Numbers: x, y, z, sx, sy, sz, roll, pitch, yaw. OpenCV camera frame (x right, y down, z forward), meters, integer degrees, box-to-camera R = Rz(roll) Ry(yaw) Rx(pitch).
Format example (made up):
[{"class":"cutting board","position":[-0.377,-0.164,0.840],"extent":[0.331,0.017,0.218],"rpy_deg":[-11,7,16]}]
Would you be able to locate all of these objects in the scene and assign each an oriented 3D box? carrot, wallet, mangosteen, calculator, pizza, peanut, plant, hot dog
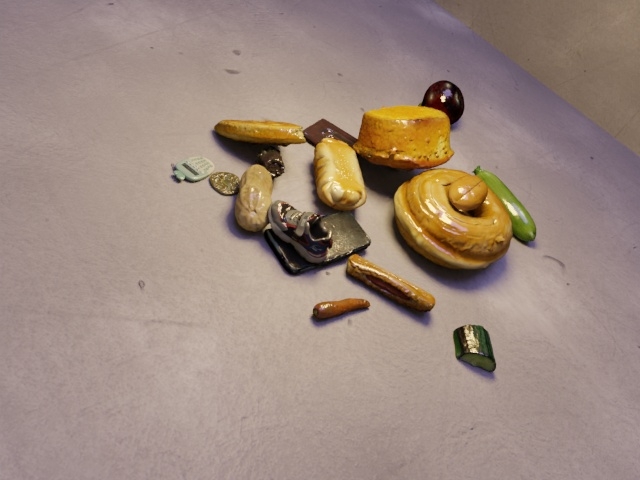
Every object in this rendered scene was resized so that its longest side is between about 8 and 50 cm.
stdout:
[{"class":"carrot","position":[0.061,0.186,1.393],"extent":[0.191,0.047,0.047],"rpy_deg":[-5,50,-37]},{"class":"wallet","position":[0.000,0.000,1.539],"extent":[0.318,0.045,0.172],"rpy_deg":[-17,58,-33]},{"class":"mangosteen","position":[0.559,-0.635,2.331],"extent":[0.216,0.216,0.216],"rpy_deg":[13,44,-13]},{"class":"calculator","position":[-0.405,-0.228,1.592],"extent":[0.095,0.021,0.153],"rpy_deg":[37,43,12]},{"class":"pizza","position":[-0.212,-0.368,1.711],"extent":[0.268,0.087,0.258],"rpy_deg":[-1,14,-21]},{"class":"wallet","position":[0.055,-0.392,1.953],"extent":[0.229,0.049,0.182],"rpy_deg":[34,46,12]},{"class":"peanut","position":[-0.200,-0.140,1.527],"extent":[0.123,0.123,0.257],"rpy_deg":[12,46,-14]},{"class":"plant","position":[-0.165,-0.258,1.673],"extent":[0.092,0.094,0.143],"rpy_deg":[-28,32,-2]},{"class":"hot dog","position":[0.206,0.132,1.495],"extent":[0.289,0.068,0.083],"rpy_deg":[27,19,8]}]

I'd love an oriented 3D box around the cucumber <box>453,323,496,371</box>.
[{"class":"cucumber","position":[0.451,0.306,1.443],"extent":[0.116,0.062,0.115],"rpy_deg":[18,39,-10]}]

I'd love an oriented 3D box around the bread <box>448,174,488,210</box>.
[{"class":"bread","position":[0.486,-0.161,1.621],"extent":[0.114,0.077,0.189],"rpy_deg":[39,47,18]}]

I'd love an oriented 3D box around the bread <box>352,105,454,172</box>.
[{"class":"bread","position":[0.311,-0.381,1.823],"extent":[0.358,0.204,0.337],"rpy_deg":[-13,33,-32]}]

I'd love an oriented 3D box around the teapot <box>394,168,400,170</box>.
[{"class":"teapot","position":[0.304,-0.315,1.991],"extent":[0.064,0.064,0.083],"rpy_deg":[36,11,22]}]

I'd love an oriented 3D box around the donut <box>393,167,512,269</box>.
[{"class":"donut","position":[0.461,-0.077,1.725],"extent":[0.449,0.198,0.449],"rpy_deg":[13,46,-14]}]

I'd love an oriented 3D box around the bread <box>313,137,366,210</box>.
[{"class":"bread","position":[0.060,-0.229,1.738],"extent":[0.173,0.121,0.311],"rpy_deg":[12,44,-19]}]

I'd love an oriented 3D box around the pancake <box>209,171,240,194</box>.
[{"class":"pancake","position":[-0.302,-0.184,1.600],"extent":[0.108,0.017,0.108],"rpy_deg":[11,47,-13]}]

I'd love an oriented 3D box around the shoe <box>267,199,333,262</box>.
[{"class":"shoe","position":[-0.051,-0.042,1.429],"extent":[0.227,0.125,0.099],"rpy_deg":[44,52,1]}]

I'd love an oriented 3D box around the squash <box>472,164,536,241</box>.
[{"class":"squash","position":[0.724,-0.154,1.990],"extent":[0.107,0.107,0.395],"rpy_deg":[-6,52,-29]}]
